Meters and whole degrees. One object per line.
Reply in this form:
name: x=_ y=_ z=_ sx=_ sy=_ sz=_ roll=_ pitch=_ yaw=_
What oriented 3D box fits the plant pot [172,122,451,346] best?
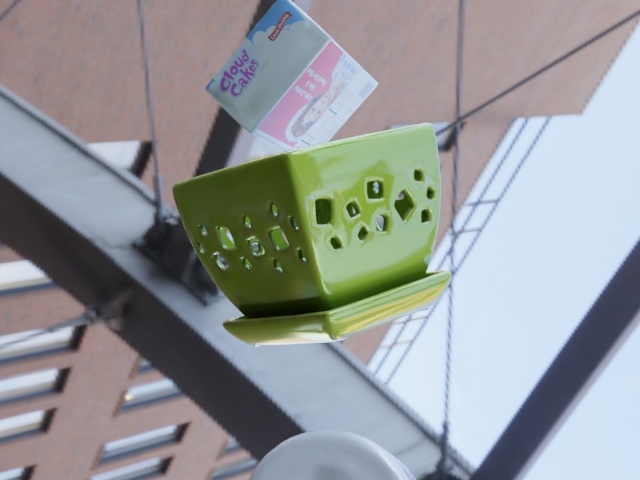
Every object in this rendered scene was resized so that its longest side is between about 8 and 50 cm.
plant pot: x=0.000 y=0.000 z=1.203 sx=0.228 sy=0.227 sz=0.207 roll=-9 pitch=-84 yaw=50

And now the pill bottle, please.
pill bottle: x=0.026 y=0.302 z=1.148 sx=0.176 sy=0.318 sz=0.176 roll=-2 pitch=-105 yaw=7

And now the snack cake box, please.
snack cake box: x=-0.030 y=-0.202 z=1.400 sx=0.089 sy=0.264 sz=0.152 roll=44 pitch=-82 yaw=14
